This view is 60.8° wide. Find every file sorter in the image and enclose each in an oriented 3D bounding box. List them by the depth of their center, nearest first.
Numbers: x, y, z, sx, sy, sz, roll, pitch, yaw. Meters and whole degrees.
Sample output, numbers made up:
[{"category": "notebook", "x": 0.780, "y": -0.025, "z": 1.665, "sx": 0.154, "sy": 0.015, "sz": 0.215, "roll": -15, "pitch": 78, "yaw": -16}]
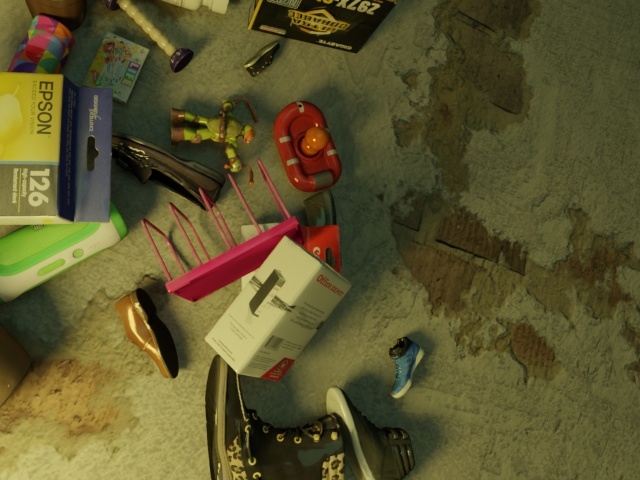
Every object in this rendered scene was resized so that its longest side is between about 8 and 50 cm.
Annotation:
[{"category": "file sorter", "x": -0.208, "y": -0.021, "z": 1.187, "sx": 0.290, "sy": 0.202, "sz": 0.182, "roll": -28, "pitch": 79, "yaw": -5}]

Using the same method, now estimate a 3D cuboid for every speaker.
[{"category": "speaker", "x": -0.561, "y": 0.011, "z": 1.134, "sx": 0.296, "sy": 0.131, "sz": 0.131, "roll": -33, "pitch": 91, "yaw": -23}]

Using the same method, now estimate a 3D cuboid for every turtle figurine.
[{"category": "turtle figurine", "x": -0.246, "y": -0.256, "z": 1.309, "sx": 0.217, "sy": 0.087, "sz": 0.269, "roll": 0, "pitch": 64, "yaw": -16}]

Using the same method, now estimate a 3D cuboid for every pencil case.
[{"category": "pencil case", "x": -0.638, "y": -0.381, "z": 1.209, "sx": 0.104, "sy": 0.104, "sz": 0.236, "roll": 23, "pitch": 70, "yaw": -14}]

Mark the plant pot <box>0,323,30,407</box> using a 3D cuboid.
[{"category": "plant pot", "x": -0.682, "y": 0.217, "z": 1.003, "sx": 0.229, "sy": 0.263, "sz": 0.263, "roll": 44, "pitch": 66, "yaw": -27}]

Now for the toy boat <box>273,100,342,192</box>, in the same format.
[{"category": "toy boat", "x": -0.023, "y": -0.245, "z": 1.372, "sx": 0.151, "sy": 0.151, "sz": 0.231, "roll": -18, "pitch": 85, "yaw": -23}]

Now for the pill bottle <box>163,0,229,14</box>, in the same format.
[{"category": "pill bottle", "x": -0.339, "y": -0.651, "z": 1.357, "sx": 0.229, "sy": 0.131, "sz": 0.131, "roll": 12, "pitch": 74, "yaw": -17}]

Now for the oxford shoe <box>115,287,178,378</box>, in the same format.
[{"category": "oxford shoe", "x": -0.379, "y": 0.214, "z": 1.198, "sx": 0.076, "sy": 0.076, "sz": 0.212, "roll": -27, "pitch": 91, "yaw": 7}]

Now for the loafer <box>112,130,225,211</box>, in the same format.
[{"category": "loafer", "x": -0.372, "y": -0.159, "z": 1.255, "sx": 0.302, "sy": 0.109, "sz": 0.095, "roll": 21, "pitch": 76, "yaw": -18}]

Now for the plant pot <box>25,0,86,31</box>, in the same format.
[{"category": "plant pot", "x": -0.600, "y": -0.567, "z": 1.225, "sx": 0.167, "sy": 0.165, "sz": 0.167, "roll": 5, "pitch": 77, "yaw": -20}]

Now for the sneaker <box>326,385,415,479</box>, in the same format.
[{"category": "sneaker", "x": 0.123, "y": 0.458, "z": 1.303, "sx": 0.147, "sy": 0.104, "sz": 0.296, "roll": -26, "pitch": 94, "yaw": -25}]

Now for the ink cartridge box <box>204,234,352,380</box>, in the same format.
[{"category": "ink cartridge box", "x": -0.080, "y": 0.148, "z": 1.150, "sx": 0.114, "sy": 0.197, "sz": 0.273, "roll": 38, "pitch": 89, "yaw": 28}]

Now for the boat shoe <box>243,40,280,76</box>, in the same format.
[{"category": "boat shoe", "x": -0.149, "y": -0.481, "z": 1.439, "sx": 0.133, "sy": 0.049, "sz": 0.042, "roll": -53, "pitch": 127, "yaw": -28}]

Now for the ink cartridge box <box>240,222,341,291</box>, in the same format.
[{"category": "ink cartridge box", "x": -0.071, "y": 0.052, "z": 1.294, "sx": 0.232, "sy": 0.066, "sz": 0.189, "roll": -5, "pitch": 78, "yaw": 10}]

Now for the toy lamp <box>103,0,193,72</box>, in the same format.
[{"category": "toy lamp", "x": -0.432, "y": -0.535, "z": 1.327, "sx": 0.274, "sy": 0.080, "sz": 0.080, "roll": 43, "pitch": 68, "yaw": -6}]

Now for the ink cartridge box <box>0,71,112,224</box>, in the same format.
[{"category": "ink cartridge box", "x": -0.582, "y": -0.184, "z": 1.083, "sx": 0.307, "sy": 0.072, "sz": 0.304, "roll": -2, "pitch": 78, "yaw": -9}]

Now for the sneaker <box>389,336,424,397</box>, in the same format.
[{"category": "sneaker", "x": 0.198, "y": 0.315, "z": 1.379, "sx": 0.084, "sy": 0.058, "sz": 0.152, "roll": 40, "pitch": 64, "yaw": -14}]

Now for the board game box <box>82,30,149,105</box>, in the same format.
[{"category": "board game box", "x": -0.488, "y": -0.412, "z": 1.307, "sx": 0.103, "sy": 0.026, "sz": 0.154, "roll": 20, "pitch": 72, "yaw": -15}]

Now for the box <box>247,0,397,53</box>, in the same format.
[{"category": "box", "x": -0.002, "y": -0.606, "z": 1.404, "sx": 0.322, "sy": 0.257, "sz": 0.079, "roll": 6, "pitch": 76, "yaw": -20}]

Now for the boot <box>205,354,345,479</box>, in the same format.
[{"category": "boot", "x": -0.101, "y": 0.427, "z": 1.203, "sx": 0.284, "sy": 0.138, "sz": 0.377, "roll": -4, "pitch": 83, "yaw": -20}]

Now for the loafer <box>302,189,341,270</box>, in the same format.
[{"category": "loafer", "x": 0.000, "y": 0.000, "z": 1.373, "sx": 0.087, "sy": 0.094, "sz": 0.251, "roll": -6, "pitch": 78, "yaw": 10}]
